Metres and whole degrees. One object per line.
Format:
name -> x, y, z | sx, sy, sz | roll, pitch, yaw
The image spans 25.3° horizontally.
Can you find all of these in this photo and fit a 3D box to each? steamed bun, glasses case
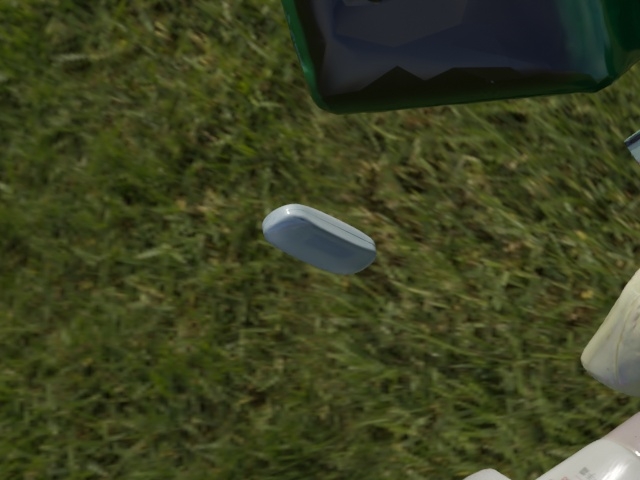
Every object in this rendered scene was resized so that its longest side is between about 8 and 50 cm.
steamed bun -> 0.442, 0.114, 1.796 | 0.152, 0.238, 0.170 | 32, 117, 16
glasses case -> 0.000, 0.000, 1.851 | 0.067, 0.178, 0.045 | -34, 50, 30

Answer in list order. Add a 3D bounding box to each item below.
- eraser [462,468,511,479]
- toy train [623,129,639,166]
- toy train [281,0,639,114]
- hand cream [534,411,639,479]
eraser -> 0.168, 0.454, 1.925 | 0.094, 0.174, 0.270 | 33, 122, 19
toy train -> 0.521, -0.184, 1.538 | 0.407, 0.086, 0.088 | -35, 86, 36
toy train -> 0.150, -0.146, 0.501 | 0.429, 0.249, 0.178 | -2, 112, 32
hand cream -> 0.161, 0.217, 1.006 | 0.248, 0.083, 0.133 | -34, 48, -21
